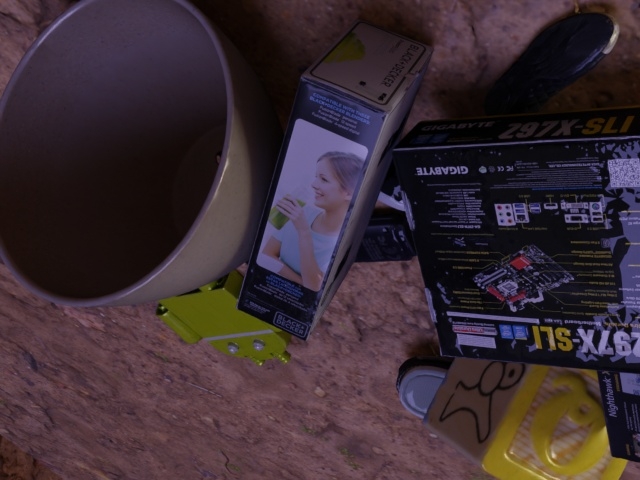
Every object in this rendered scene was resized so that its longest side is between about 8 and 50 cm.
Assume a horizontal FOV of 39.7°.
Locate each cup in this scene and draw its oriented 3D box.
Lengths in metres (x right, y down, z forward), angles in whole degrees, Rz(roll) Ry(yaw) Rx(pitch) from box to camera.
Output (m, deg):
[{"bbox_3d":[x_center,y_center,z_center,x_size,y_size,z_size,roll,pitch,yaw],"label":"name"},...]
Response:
[{"bbox_3d":[-0.163,-0.079,0.976,0.331,0.331,0.237,-2,169,31],"label":"cup"}]

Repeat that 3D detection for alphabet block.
[{"bbox_3d":[0.286,0.232,1.190,0.193,0.192,0.197,28,177,-15],"label":"alphabet block"}]

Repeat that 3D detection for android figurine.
[{"bbox_3d":[-0.156,0.124,1.461,0.248,0.056,0.273,-10,135,38],"label":"android figurine"}]

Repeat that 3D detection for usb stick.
[{"bbox_3d":[0.000,0.000,1.203,0.277,0.045,0.077,-3,134,32],"label":"usb stick"}]

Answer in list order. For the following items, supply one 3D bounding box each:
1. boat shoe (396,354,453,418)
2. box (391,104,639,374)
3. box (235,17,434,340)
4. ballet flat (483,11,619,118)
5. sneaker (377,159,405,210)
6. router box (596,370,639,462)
[{"bbox_3d":[0.265,0.255,1.392,0.302,0.091,0.114,25,103,-4],"label":"boat shoe"},{"bbox_3d":[0.249,0.003,0.870,0.321,0.079,0.257,0,121,33],"label":"box"},{"bbox_3d":[0.012,-0.060,0.909,0.087,0.169,0.290,25,128,7],"label":"box"},{"bbox_3d":[0.221,-0.165,0.849,0.049,0.058,0.173,-8,164,-31],"label":"ballet flat"},{"bbox_3d":[0.146,-0.086,0.982,0.216,0.079,0.121,20,133,9],"label":"sneaker"},{"bbox_3d":[0.423,0.122,0.953,0.242,0.081,0.309,7,124,40],"label":"router box"}]
